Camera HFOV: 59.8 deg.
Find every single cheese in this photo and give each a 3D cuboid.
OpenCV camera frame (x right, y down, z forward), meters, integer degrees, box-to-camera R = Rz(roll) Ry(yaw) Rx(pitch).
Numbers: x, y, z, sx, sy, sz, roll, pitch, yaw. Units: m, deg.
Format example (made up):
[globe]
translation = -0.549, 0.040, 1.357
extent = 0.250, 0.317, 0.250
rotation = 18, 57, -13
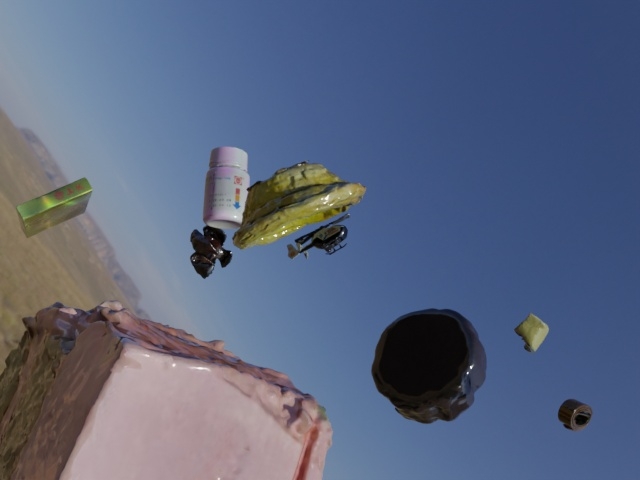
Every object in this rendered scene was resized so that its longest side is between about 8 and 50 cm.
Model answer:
[cheese]
translation = 0.402, 0.176, 1.050
extent = 0.084, 0.060, 0.041
rotation = 42, -2, -41

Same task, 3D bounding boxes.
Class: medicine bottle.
[medicine bottle]
translation = -0.314, -0.175, 1.869
extent = 0.152, 0.152, 0.254
rotation = 136, -44, -70

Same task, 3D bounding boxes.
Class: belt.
[belt]
translation = 0.512, 0.352, 1.117
extent = 0.083, 0.059, 0.036
rotation = 20, 1, -37

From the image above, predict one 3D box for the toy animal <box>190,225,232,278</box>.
[toy animal]
translation = -0.420, 0.028, 2.096
extent = 0.179, 0.116, 0.218
rotation = 47, -58, 46

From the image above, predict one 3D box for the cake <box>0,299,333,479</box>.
[cake]
translation = -0.198, 0.235, 0.621
extent = 0.314, 0.293, 0.307
rotation = 27, -12, -33

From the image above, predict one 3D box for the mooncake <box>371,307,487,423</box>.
[mooncake]
translation = 0.272, 0.306, 1.369
extent = 0.283, 0.283, 0.141
rotation = 32, -9, 50

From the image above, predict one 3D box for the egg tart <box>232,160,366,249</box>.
[egg tart]
translation = -0.063, -0.092, 1.342
extent = 0.132, 0.345, 0.345
rotation = 68, -19, 5

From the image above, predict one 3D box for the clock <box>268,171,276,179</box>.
[clock]
translation = -0.110, -0.158, 1.593
extent = 0.085, 0.085, 0.017
rotation = 57, -8, 0

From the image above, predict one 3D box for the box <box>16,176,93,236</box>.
[box]
translation = -0.695, -0.079, 1.452
extent = 0.043, 0.173, 0.311
rotation = 62, -27, -6

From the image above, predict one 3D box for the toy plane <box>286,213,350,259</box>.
[toy plane]
translation = 0.000, 0.001, 1.482
extent = 0.053, 0.197, 0.078
rotation = 48, 18, -52
